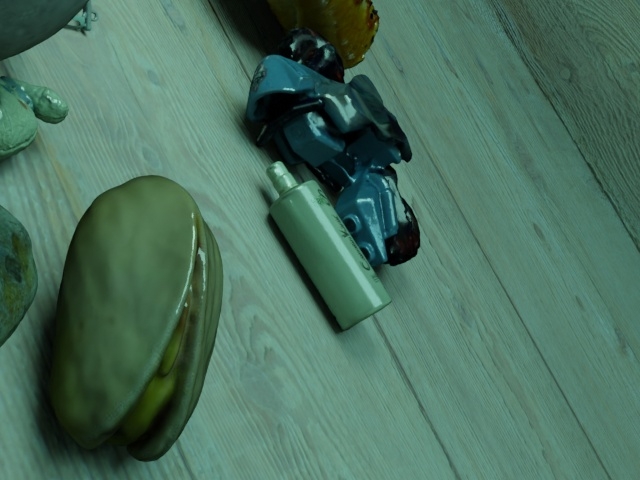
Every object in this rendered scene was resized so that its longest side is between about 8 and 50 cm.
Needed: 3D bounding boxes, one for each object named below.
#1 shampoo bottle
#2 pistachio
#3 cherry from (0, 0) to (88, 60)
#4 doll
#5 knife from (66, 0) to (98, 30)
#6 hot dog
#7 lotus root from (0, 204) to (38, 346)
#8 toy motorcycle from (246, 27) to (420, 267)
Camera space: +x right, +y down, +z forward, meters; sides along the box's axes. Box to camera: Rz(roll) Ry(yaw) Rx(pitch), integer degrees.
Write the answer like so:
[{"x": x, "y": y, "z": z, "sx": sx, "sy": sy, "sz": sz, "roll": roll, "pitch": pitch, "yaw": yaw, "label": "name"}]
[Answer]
[{"x": 0.000, "y": 0.000, "z": 1.328, "sx": 0.262, "sy": 0.085, "sz": 0.085, "roll": 58, "pitch": 31, "yaw": 5, "label": "shampoo bottle"}, {"x": -0.171, "y": 0.071, "z": 0.912, "sx": 0.166, "sy": 0.197, "sz": 0.287, "roll": 19, "pitch": 57, "yaw": -40, "label": "pistachio"}, {"x": -0.353, "y": -0.331, "z": 0.915, "sx": 0.291, "sy": 0.327, "sz": 0.335, "roll": 59, "pitch": 31, "yaw": -15, "label": "cherry"}, {"x": -0.362, "y": -0.132, "z": 0.966, "sx": 0.103, "sy": 0.071, "sz": 0.214, "roll": 52, "pitch": 37, "yaw": 10, "label": "doll"}, {"x": -0.344, "y": -0.419, "z": 1.196, "sx": 0.123, "sy": 0.053, "sz": 0.277, "roll": -2, "pitch": 85, "yaw": -61, "label": "knife"}, {"x": -0.033, "y": -0.523, "z": 1.550, "sx": 0.365, "sy": 0.196, "sz": 0.367, "roll": 54, "pitch": 19, "yaw": -58, "label": "hot dog"}, {"x": -0.349, "y": 0.058, "z": 0.713, "sx": 0.175, "sy": 0.175, "sz": 0.349, "roll": 50, "pitch": 30, "yaw": -10, "label": "lotus root"}, {"x": 0.014, "y": -0.139, "z": 1.429, "sx": 0.232, "sy": 0.172, "sz": 0.416, "roll": -23, "pitch": 88, "yaw": -53, "label": "toy motorcycle"}]
